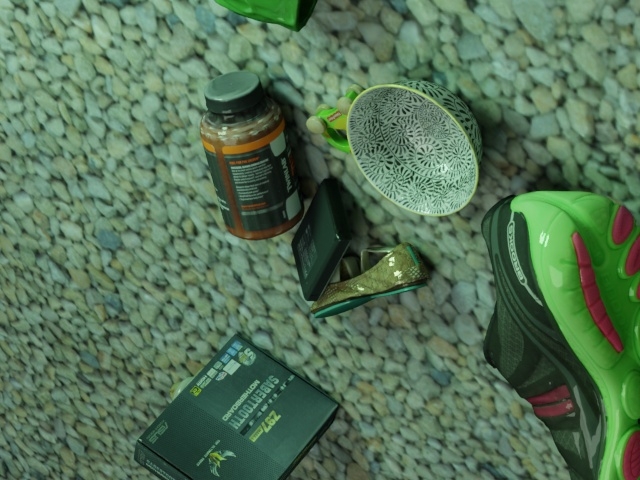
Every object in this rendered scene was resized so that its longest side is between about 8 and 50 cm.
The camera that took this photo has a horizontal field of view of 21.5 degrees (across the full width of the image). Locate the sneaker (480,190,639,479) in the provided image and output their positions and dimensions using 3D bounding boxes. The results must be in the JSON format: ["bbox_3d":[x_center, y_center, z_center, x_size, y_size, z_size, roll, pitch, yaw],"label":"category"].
[{"bbox_3d":[0.302,0.142,1.909,0.202,0.185,0.483,23,136,51],"label":"sneaker"}]

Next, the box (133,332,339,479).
[{"bbox_3d":[-0.113,0.260,2.290,0.183,0.233,0.059,34,146,13],"label":"box"}]

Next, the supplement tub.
[{"bbox_3d":[-0.087,-0.105,2.053,0.106,0.106,0.198,13,131,33],"label":"supplement tub"}]

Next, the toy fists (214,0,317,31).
[{"bbox_3d":[-0.060,-0.362,1.820,0.142,0.096,0.279,22,135,11],"label":"toy fists"}]

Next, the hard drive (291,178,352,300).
[{"bbox_3d":[0.000,0.000,2.091,0.135,0.022,0.094,117,146,-50],"label":"hard drive"}]

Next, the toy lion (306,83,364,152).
[{"bbox_3d":[0.046,-0.130,1.978,0.096,0.034,0.100,46,142,-13],"label":"toy lion"}]

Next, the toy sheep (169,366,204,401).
[{"bbox_3d":[-0.163,0.235,2.427,0.132,0.091,0.091,16,133,31],"label":"toy sheep"}]

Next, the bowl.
[{"bbox_3d":[0.121,-0.118,1.880,0.170,0.080,0.170,24,136,25],"label":"bowl"}]

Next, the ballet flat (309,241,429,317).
[{"bbox_3d":[0.057,0.046,2.104,0.206,0.073,0.067,-20,83,45],"label":"ballet flat"}]
